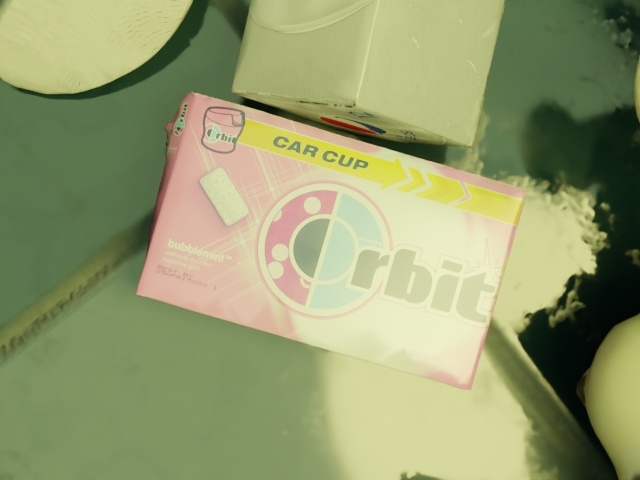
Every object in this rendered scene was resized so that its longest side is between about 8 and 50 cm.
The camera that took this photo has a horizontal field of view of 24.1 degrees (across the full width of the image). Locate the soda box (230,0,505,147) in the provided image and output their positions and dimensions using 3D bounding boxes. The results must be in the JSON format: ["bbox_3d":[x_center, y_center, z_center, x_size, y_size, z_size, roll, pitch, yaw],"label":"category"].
[{"bbox_3d":[0.046,-0.197,0.756,0.091,0.098,0.286,11,88,43],"label":"soda box"}]

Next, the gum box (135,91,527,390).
[{"bbox_3d":[0.000,0.000,0.782,0.188,0.062,0.107,16,88,-2],"label":"gum box"}]

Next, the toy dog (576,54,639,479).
[{"bbox_3d":[0.308,0.033,0.697,0.408,0.284,0.395,-42,83,6],"label":"toy dog"}]

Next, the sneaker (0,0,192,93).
[{"bbox_3d":[-0.095,-0.166,0.782,0.212,0.094,0.080,-41,129,18],"label":"sneaker"}]
